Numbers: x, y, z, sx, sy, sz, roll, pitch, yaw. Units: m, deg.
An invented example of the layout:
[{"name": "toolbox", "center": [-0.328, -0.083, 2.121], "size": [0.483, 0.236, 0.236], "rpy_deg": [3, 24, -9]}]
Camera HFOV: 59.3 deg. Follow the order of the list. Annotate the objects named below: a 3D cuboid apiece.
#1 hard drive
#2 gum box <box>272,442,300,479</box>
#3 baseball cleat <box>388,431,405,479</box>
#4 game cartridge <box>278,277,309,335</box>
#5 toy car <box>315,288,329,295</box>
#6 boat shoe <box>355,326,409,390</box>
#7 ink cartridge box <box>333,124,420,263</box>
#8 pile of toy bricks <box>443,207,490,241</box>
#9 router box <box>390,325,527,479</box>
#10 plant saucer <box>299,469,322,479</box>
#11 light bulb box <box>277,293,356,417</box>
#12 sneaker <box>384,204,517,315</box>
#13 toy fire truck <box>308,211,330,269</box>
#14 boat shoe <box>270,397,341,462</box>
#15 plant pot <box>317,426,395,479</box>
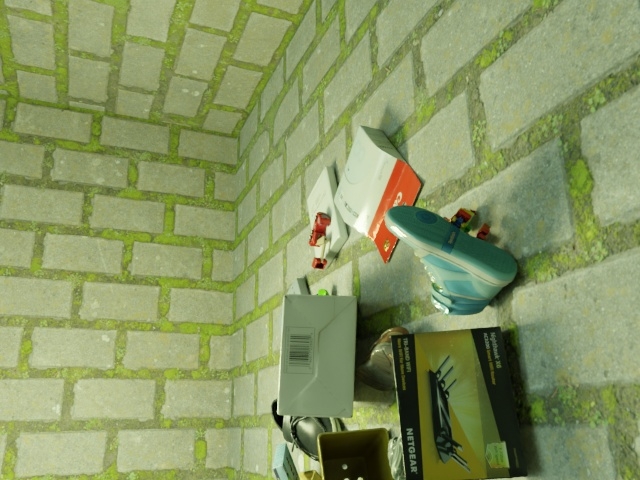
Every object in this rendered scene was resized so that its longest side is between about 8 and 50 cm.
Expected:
[{"name": "hard drive", "center": [0.022, -0.090, 2.262], "size": [0.233, 0.047, 0.352], "rpy_deg": [122, 147, -47]}, {"name": "gum box", "center": [-0.117, 0.828, 1.989], "size": [0.184, 0.041, 0.156], "rpy_deg": [-79, -32, -86]}, {"name": "baseball cleat", "center": [0.224, 0.554, 1.547], "size": [0.109, 0.072, 0.205], "rpy_deg": [-124, 48, -68]}, {"name": "game cartridge", "center": [-0.115, 0.318, 2.485], "size": [0.198, 0.062, 0.297], "rpy_deg": [-102, 28, -48]}, {"name": "toy car", "center": [0.008, 0.299, 2.141], "size": [0.239, 0.053, 0.224], "rpy_deg": [-2, 76, 51]}, {"name": "boat shoe", "center": [0.194, 0.350, 1.652], "size": [0.116, 0.123, 0.324], "rpy_deg": [-57, -4, -32]}, {"name": "ink cartridge box", "center": [0.171, -0.157, 1.851], "size": [0.385, 0.091, 0.308], "rpy_deg": [-112, 35, -52]}, {"name": "pile of toy bricks", "center": [0.348, -0.032, 1.392], "size": [0.105, 0.118, 0.212], "rpy_deg": [-55, -2, -24]}, {"name": "router box", "center": [0.287, 0.351, 1.210], "size": [0.081, 0.243, 0.308], "rpy_deg": [69, -165, -66]}, {"name": "plant saucer", "center": [-0.074, 0.997, 1.990], "size": [0.333, 0.081, 0.332], "rpy_deg": [117, 177, -63]}, {"name": "light bulb box", "center": [-0.002, 0.356, 1.797], "size": [0.361, 0.226, 0.357], "rpy_deg": [81, -168, -81]}, {"name": "sneaker", "center": [0.269, 0.064, 1.317], "size": [0.127, 0.319, 0.208], "rpy_deg": [-43, -22, -45]}, {"name": "toy fire truck", "center": [0.000, 0.000, 2.164], "size": [0.135, 0.047, 0.191], "rpy_deg": [-125, 47, -58]}, {"name": "boat shoe", "center": [-0.060, 0.702, 2.104], "size": [0.500, 0.156, 0.186], "rpy_deg": [-167, 86, -67]}, {"name": "plant pot", "center": [0.096, 0.697, 1.675], "size": [0.187, 0.212, 0.212], "rpy_deg": [104, 161, -55]}]
